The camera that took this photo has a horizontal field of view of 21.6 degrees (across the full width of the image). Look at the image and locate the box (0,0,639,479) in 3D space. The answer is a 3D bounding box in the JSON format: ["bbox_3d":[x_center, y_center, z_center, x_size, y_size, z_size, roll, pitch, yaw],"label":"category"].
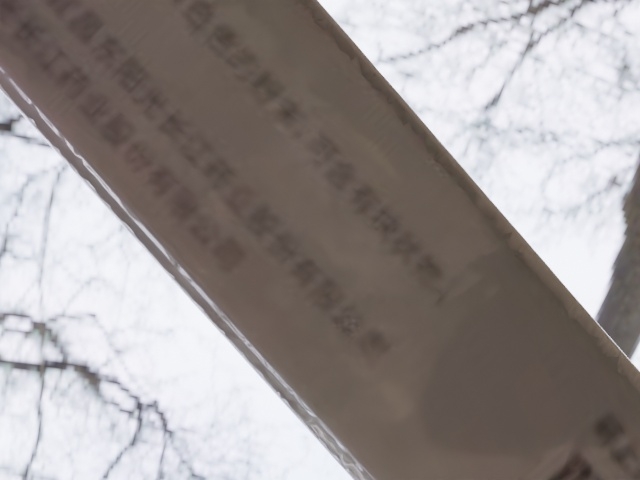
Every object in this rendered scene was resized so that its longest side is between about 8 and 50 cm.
[{"bbox_3d":[0.000,0.000,0.437,0.065,0.200,0.343,-42,-84,-1],"label":"box"}]
